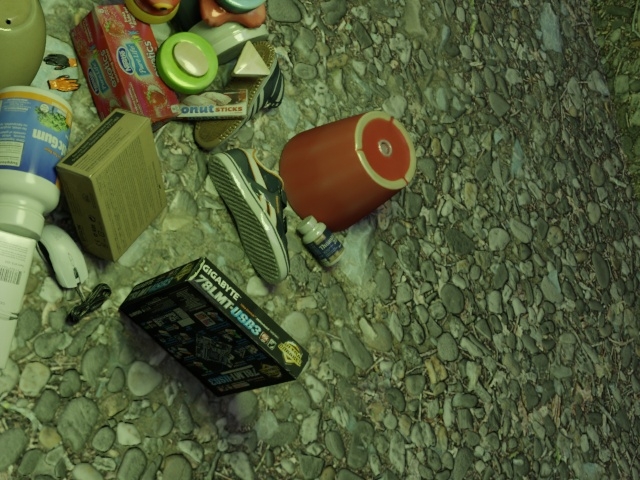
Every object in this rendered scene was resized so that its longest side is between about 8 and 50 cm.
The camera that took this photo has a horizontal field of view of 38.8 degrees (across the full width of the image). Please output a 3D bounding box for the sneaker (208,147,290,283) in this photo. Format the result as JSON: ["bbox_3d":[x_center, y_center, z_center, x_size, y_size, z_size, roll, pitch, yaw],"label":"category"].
[{"bbox_3d":[-0.127,-0.066,2.053,0.127,0.126,0.321,-25,90,-36],"label":"sneaker"}]

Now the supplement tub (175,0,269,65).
[{"bbox_3d":[-0.250,-0.556,2.077,0.191,0.191,0.272,-29,94,-42],"label":"supplement tub"}]

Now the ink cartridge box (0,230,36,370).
[{"bbox_3d":[-0.617,0.094,1.584,0.172,0.100,0.237,19,74,-34],"label":"ink cartridge box"}]

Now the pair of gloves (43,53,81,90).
[{"bbox_3d":[-0.535,-0.349,1.890,0.074,0.010,0.083,-5,77,-40],"label":"pair of gloves"}]

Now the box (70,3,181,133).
[{"bbox_3d":[-0.411,-0.354,1.915,0.122,0.128,0.257,-18,88,-42],"label":"box"}]

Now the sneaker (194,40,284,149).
[{"bbox_3d":[-0.178,-0.312,2.115,0.099,0.153,0.282,31,83,16],"label":"sneaker"}]

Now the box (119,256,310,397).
[{"bbox_3d":[-0.213,0.179,1.784,0.293,0.295,0.073,44,54,-19],"label":"box"}]

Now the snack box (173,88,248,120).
[{"bbox_3d":[-0.251,-0.302,2.025,0.178,0.022,0.064,-1,73,5],"label":"snack box"}]

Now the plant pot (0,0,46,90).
[{"bbox_3d":[-0.634,-0.413,1.710,0.284,0.191,0.284,14,67,-36],"label":"plant pot"}]

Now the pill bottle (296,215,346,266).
[{"bbox_3d":[0.000,0.000,2.174,0.120,0.067,0.067,49,51,-16],"label":"pill bottle"}]

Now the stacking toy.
[{"bbox_3d":[-0.226,-0.466,1.892,0.308,0.130,0.280,-15,87,-27],"label":"stacking toy"}]

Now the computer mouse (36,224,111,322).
[{"bbox_3d":[-0.487,0.054,1.768,0.106,0.042,0.193,-35,98,-40],"label":"computer mouse"}]

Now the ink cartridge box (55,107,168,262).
[{"bbox_3d":[-0.401,-0.107,1.780,0.193,0.088,0.235,-55,155,-38],"label":"ink cartridge box"}]

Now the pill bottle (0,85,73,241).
[{"bbox_3d":[-0.557,-0.137,1.702,0.152,0.152,0.272,17,65,-34],"label":"pill bottle"}]

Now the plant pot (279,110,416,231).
[{"bbox_3d":[0.080,-0.180,2.187,0.274,0.243,0.275,15,65,-35],"label":"plant pot"}]
